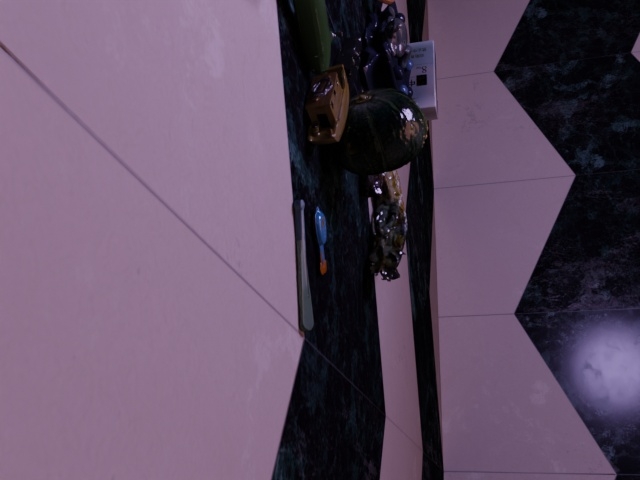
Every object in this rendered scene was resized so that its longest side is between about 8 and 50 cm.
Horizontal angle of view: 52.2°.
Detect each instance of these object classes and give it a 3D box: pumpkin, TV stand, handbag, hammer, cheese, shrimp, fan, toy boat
[{"bbox_3d":[0.103,-0.196,1.186,0.190,0.190,0.146,-80,153,-42],"label":"pumpkin"},{"bbox_3d":[0.053,-0.355,1.320,0.249,0.036,0.042,-75,154,-52],"label":"TV stand"},{"bbox_3d":[0.180,-0.462,1.687,0.269,0.118,0.326,69,20,-44],"label":"handbag"},{"bbox_3d":[-0.015,-0.386,0.971,0.336,0.118,0.207,77,18,-51],"label":"hammer"},{"bbox_3d":[0.001,0.000,1.064,0.047,0.017,0.111,-22,107,-71],"label":"cheese"},{"bbox_3d":[0.145,-0.082,1.510,0.445,0.085,0.272,-82,155,-47],"label":"shrimp"},{"bbox_3d":[-0.026,0.036,0.958,0.038,0.016,0.193,-5,91,-73],"label":"fan"},{"bbox_3d":[0.013,-0.237,1.104,0.201,0.057,0.077,-78,152,-43],"label":"toy boat"}]

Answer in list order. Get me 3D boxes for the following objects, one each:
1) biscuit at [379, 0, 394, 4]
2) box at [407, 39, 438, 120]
[{"bbox_3d":[0.145,-0.657,1.661,0.102,0.019,0.131,-23,80,-50],"label":"biscuit"},{"bbox_3d":[0.259,-0.456,1.890,0.067,0.155,0.243,55,35,-59],"label":"box"}]
